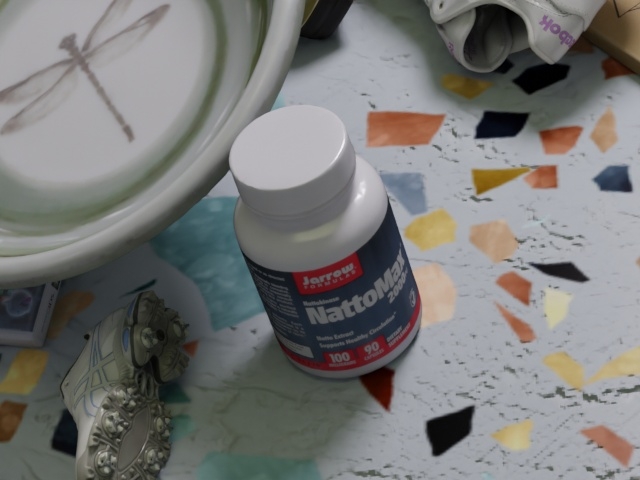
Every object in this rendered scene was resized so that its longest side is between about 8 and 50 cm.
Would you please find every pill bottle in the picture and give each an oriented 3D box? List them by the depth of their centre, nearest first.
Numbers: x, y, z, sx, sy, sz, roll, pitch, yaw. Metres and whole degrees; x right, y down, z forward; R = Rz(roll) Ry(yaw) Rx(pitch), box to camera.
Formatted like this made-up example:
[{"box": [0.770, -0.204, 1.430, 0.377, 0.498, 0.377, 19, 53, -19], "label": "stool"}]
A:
[{"box": [0.000, 0.000, 1.319, 0.108, 0.180, 0.108, -11, 45, 11], "label": "pill bottle"}]

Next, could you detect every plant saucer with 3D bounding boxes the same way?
[{"box": [-0.179, -0.132, 1.438, 0.400, 0.100, 0.400, -12, 60, 21], "label": "plant saucer"}]

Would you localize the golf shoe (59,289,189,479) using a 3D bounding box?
[{"box": [-0.149, 0.119, 1.356, 0.086, 0.069, 0.176, -19, 37, 31], "label": "golf shoe"}]

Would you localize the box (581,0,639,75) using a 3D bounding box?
[{"box": [0.285, -0.196, 1.525, 0.164, 0.021, 0.201, -34, 46, -14], "label": "box"}]

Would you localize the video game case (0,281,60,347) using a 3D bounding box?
[{"box": [-0.280, -0.004, 1.505, 0.190, 0.022, 0.173, 3, 66, 22], "label": "video game case"}]

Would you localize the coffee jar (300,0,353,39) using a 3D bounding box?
[{"box": [-0.064, -0.231, 1.583, 0.184, 0.079, 0.096, 16, 40, -25], "label": "coffee jar"}]

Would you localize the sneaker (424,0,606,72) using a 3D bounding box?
[{"box": [0.107, -0.221, 1.546, 0.305, 0.114, 0.152, 22, 83, 50], "label": "sneaker"}]
